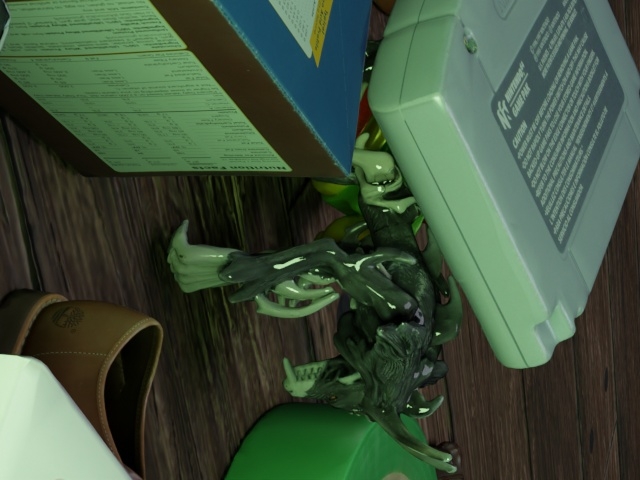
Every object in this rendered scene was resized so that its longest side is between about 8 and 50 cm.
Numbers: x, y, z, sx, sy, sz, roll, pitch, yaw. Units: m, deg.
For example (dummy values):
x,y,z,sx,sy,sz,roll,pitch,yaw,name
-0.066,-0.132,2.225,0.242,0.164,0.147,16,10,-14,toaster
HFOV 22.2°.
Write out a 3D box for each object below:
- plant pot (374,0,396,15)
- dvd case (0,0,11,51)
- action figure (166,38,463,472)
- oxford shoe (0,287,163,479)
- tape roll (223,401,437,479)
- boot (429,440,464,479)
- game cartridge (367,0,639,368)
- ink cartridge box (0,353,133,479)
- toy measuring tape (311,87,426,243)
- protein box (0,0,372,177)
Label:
x,y,z,sx,sy,sz,roll,pitch,yaw,name
0.147,-0.316,1.223,0.291,0.203,0.291,1,90,-71,plant pot
-0.173,0.044,0.305,0.029,0.179,0.238,64,32,-47,dvd case
0.000,0.000,0.906,0.164,0.141,0.275,41,37,-70,action figure
-0.113,0.119,0.666,0.076,0.076,0.212,59,38,-61,oxford shoe
0.006,0.264,1.035,0.321,0.077,0.321,1,90,-73,tape roll
0.101,0.223,1.382,0.114,0.037,0.106,11,68,-75,boot
0.117,-0.085,0.952,0.196,0.060,0.294,66,30,-22,game cartridge
-0.148,0.181,0.363,0.198,0.197,0.270,66,31,-52,ink cartridge box
0.073,-0.117,1.094,0.330,0.121,0.121,-65,154,-18,toy measuring tape
-0.066,-0.152,0.687,0.201,0.136,0.200,49,45,-64,protein box
